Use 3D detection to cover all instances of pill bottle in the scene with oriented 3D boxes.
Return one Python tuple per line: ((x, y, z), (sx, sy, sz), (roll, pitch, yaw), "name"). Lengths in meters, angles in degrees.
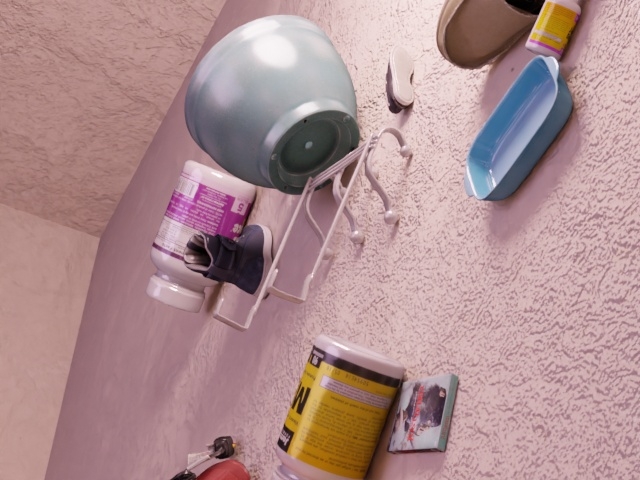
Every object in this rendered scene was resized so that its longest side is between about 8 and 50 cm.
((0.015, 0.230, 1.281), (0.208, 0.119, 0.119), (-70, 19, -1), "pill bottle")
((-0.263, -0.006, 2.225), (0.301, 0.169, 0.169), (-68, 19, 2), "pill bottle")
((0.271, -0.251, 1.192), (0.083, 0.043, 0.043), (-67, 19, 9), "pill bottle")

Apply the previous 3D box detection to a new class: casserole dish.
((0.228, -0.122, 1.189), (0.188, 0.037, 0.114), (-57, 22, 31), "casserole dish")

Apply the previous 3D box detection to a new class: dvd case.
((0.116, 0.201, 1.197), (0.119, 0.013, 0.087), (-28, 45, 64), "dvd case")

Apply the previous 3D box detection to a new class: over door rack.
((0.000, 0.000, 1.539), (0.324, 0.108, 0.239), (-55, 11, -27), "over door rack")

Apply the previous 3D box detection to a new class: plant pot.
((-0.055, -0.199, 1.739), (0.196, 0.293, 0.293), (53, 124, 38), "plant pot")

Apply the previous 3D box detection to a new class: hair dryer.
((-0.215, 0.416, 1.647), (0.223, 0.080, 0.293), (-29, 7, -6), "hair dryer")

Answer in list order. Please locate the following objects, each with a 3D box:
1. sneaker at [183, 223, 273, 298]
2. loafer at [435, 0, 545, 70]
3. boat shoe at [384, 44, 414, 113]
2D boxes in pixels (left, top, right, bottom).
((-0.176, 0.012, 1.978), (0.226, 0.163, 0.086), (-105, 38, -62), "sneaker")
((0.229, -0.299, 1.268), (0.268, 0.102, 0.092), (-50, 21, 44), "loafer")
((0.120, -0.250, 1.613), (0.038, 0.046, 0.125), (-43, 40, 43), "boat shoe")
